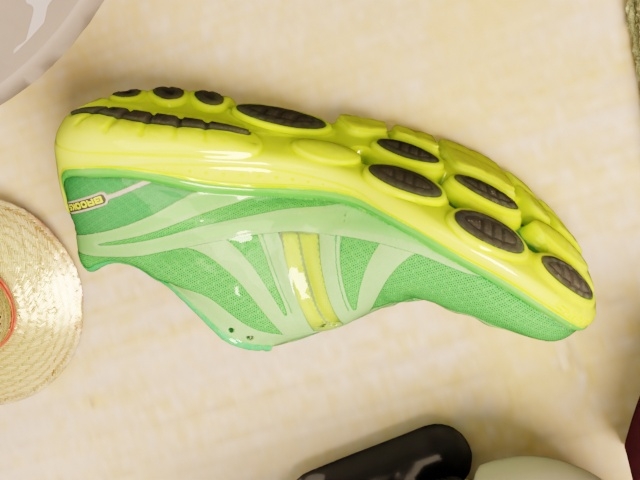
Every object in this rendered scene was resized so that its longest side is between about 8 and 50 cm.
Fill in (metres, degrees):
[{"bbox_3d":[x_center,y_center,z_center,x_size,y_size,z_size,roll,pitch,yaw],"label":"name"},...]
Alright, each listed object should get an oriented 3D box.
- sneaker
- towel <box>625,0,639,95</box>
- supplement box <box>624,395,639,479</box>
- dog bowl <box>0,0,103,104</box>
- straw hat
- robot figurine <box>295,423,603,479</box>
[{"bbox_3d":[0.000,0.000,0.551,0.295,0.109,0.123,15,120,10],"label":"sneaker"},{"bbox_3d":[0.218,-0.077,0.519,0.110,0.027,0.148,-7,92,15],"label":"towel"},{"bbox_3d":[0.251,0.108,0.483,0.188,0.104,0.081,19,98,12],"label":"supplement box"},{"bbox_3d":[-0.263,-0.226,0.516,0.349,0.102,0.349,1,93,11],"label":"dog bowl"},{"bbox_3d":[-0.220,0.044,0.601,0.144,0.061,0.144,1,100,6],"label":"straw hat"},{"bbox_3d":[0.050,0.220,0.506,0.278,0.173,0.209,-28,90,14],"label":"robot figurine"}]
